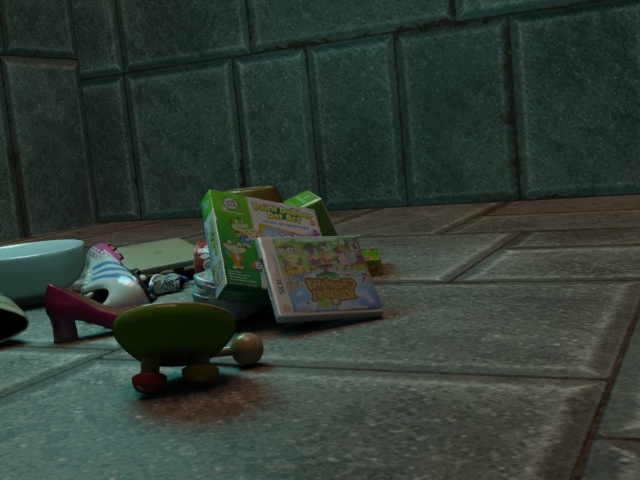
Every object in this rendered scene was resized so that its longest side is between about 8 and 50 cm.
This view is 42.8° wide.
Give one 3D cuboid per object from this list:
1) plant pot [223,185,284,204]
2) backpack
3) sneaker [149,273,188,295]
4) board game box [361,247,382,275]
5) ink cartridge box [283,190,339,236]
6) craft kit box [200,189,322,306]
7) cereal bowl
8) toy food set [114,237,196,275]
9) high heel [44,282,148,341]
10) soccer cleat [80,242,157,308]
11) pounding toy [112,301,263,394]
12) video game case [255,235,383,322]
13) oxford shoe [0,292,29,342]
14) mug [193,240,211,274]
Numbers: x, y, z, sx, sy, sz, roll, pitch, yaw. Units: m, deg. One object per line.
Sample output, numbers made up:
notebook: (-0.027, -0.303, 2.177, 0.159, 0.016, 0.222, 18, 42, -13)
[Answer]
plant pot: (-0.147, 0.008, 1.857, 0.237, 0.254, 0.237, -5, 8, 1)
backpack: (-0.181, 0.107, 1.647, 0.152, 0.115, 0.182, 3, 14, 36)
sneaker: (-0.380, 0.107, 2.057, 0.058, 0.052, 0.135, 2, 10, 24)
board game box: (0.108, 0.057, 2.104, 0.092, 0.043, 0.181, -5, 8, 3)
ink cartridge box: (0.000, 0.000, 1.937, 0.097, 0.188, 0.255, -28, 18, -10)
craft kit box: (-0.103, 0.022, 1.636, 0.250, 0.061, 0.246, 9, 43, -29)
cereal bowl: (-0.779, 0.091, 2.125, 0.339, 0.141, 0.339, -6, 6, 1)
toy food set: (-0.451, 0.077, 2.283, 0.306, 0.092, 0.220, -12, 21, -33)
high heel: (-0.428, 0.128, 1.652, 0.244, 0.117, 0.082, -8, 7, -17)
soccer cleat: (-0.492, 0.095, 1.837, 0.143, 0.116, 0.331, -30, 28, -23)
pounding toy: (-0.204, 0.181, 1.236, 0.183, 0.110, 0.237, -14, -26, 20)
video game case: (-0.003, 0.070, 1.566, 0.213, 0.193, 0.023, -1, -40, -23)
oxford shoe: (-0.748, 0.167, 1.535, 0.147, 0.140, 0.397, 10, 18, 40)
mug: (-0.226, 0.046, 2.142, 0.169, 0.113, 0.150, -6, 5, 16)
